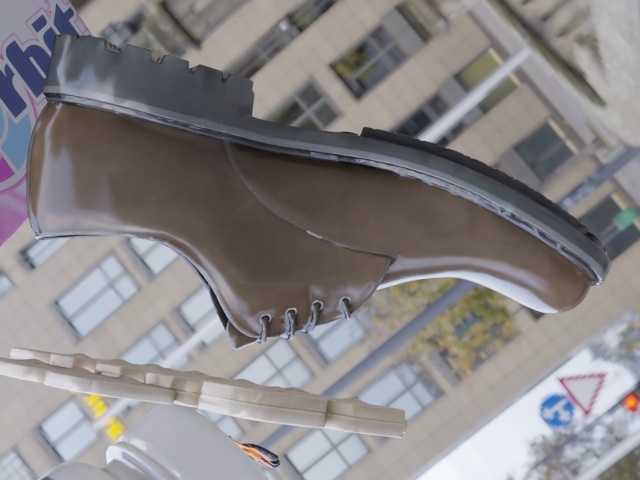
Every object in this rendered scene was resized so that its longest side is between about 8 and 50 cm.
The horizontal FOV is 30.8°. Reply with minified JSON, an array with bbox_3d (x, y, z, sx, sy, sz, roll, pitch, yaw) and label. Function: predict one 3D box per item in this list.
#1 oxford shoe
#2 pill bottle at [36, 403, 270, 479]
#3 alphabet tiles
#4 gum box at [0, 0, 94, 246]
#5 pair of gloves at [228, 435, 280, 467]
[{"bbox_3d":[0.000,0.000,0.444,0.227,0.096,0.083,15,176,-9],"label":"oxford shoe"},{"bbox_3d":[-0.195,0.296,0.856,0.204,0.361,0.204,37,151,24],"label":"pill bottle"},{"bbox_3d":[-0.086,0.098,0.784,0.278,0.021,0.284,16,170,-42],"label":"alphabet tiles"},{"bbox_3d":[-0.172,-0.048,0.498,0.107,0.062,0.188,57,-142,-23],"label":"gum box"},{"bbox_3d":[-0.087,0.223,1.189,0.074,0.083,0.010,33,-134,-30],"label":"pair of gloves"}]
